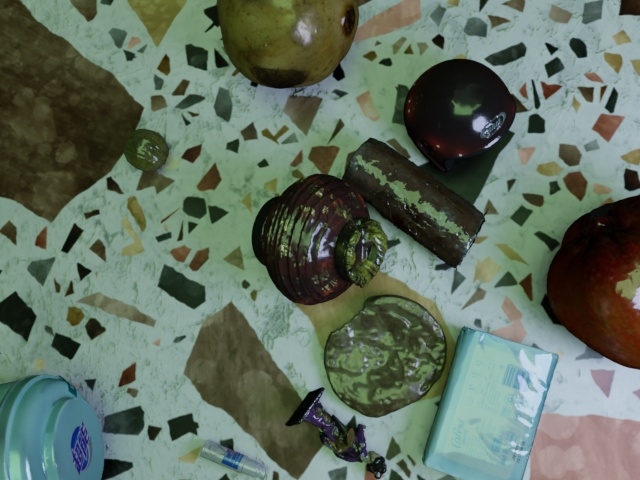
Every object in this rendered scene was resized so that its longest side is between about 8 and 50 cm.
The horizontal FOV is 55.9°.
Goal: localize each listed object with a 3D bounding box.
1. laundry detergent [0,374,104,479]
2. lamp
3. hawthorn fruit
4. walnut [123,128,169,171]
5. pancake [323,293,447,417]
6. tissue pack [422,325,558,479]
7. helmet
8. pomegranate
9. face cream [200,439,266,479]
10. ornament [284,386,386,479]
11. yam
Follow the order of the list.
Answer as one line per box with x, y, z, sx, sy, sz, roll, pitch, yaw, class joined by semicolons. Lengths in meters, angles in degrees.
-0.565;0.395;1.062;0.305;0.287;0.287;-12;82;3;laundry detergent
0.000;0.000;1.092;0.247;0.247;0.247;-1;83;5;lamp
0.535;0.078;1.026;0.295;0.295;0.311;-14;106;3;hawthorn fruit
-0.352;-0.183;1.222;0.092;0.092;0.092;-1;83;5;walnut
0.121;0.218;1.149;0.222;0.042;0.236;28;89;3;pancake
0.306;0.305;1.100;0.177;0.089;0.263;17;87;8;tissue pack
0.256;-0.240;1.132;0.189;0.193;0.216;-44;39;-2;helmet
-0.060;-0.420;1.126;0.281;0.281;0.281;-1;83;5;pomegranate
-0.164;0.421;1.152;0.130;0.034;0.034;21;85;7;face cream
0.045;0.361;1.128;0.203;0.088;0.081;34;63;-4;ornament
0.179;-0.075;1.141;0.279;0.131;0.131;38;87;8;yam
